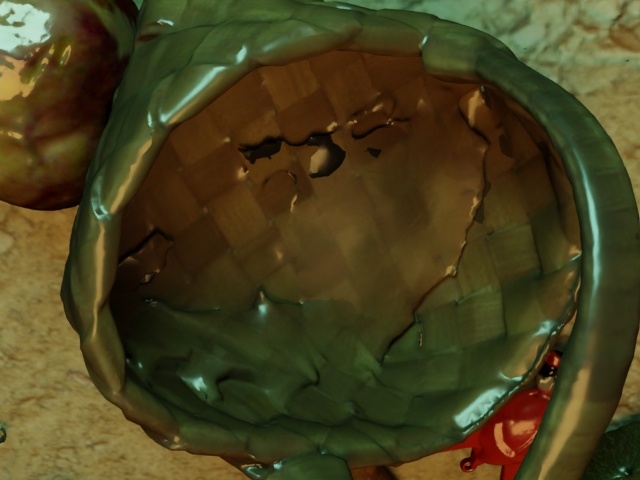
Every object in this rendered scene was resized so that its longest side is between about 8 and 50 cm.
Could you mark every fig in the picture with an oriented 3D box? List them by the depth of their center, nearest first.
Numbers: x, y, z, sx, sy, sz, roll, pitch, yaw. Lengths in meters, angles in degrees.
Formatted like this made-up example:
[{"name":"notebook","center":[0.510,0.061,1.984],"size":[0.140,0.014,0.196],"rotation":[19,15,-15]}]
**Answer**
[{"name":"fig","center":[-0.219,-0.109,0.617],"size":[0.231,0.143,0.160],"rotation":[11,126,-9]}]

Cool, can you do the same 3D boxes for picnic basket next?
[{"name":"picnic basket","center":[0.041,0.029,0.551],"size":[0.337,0.337,0.292],"rotation":[16,107,-12]}]

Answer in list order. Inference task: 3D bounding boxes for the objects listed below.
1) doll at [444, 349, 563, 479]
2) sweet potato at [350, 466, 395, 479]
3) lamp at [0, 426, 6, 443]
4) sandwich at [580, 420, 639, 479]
[{"name":"doll","center":[0.180,0.151,0.868],"size":[0.109,0.057,0.169],"rotation":[31,121,-25]},{"name":"sweet potato","center":[0.034,0.163,0.876],"size":[0.059,0.067,0.281],"rotation":[23,139,29]},{"name":"lamp","center":[-0.330,0.209,0.924],"size":[0.054,0.041,0.121],"rotation":[17,128,-23]},{"name":"sandwich","center":[0.307,0.252,0.921],"size":[0.212,0.109,0.292],"rotation":[25,128,-29]}]
